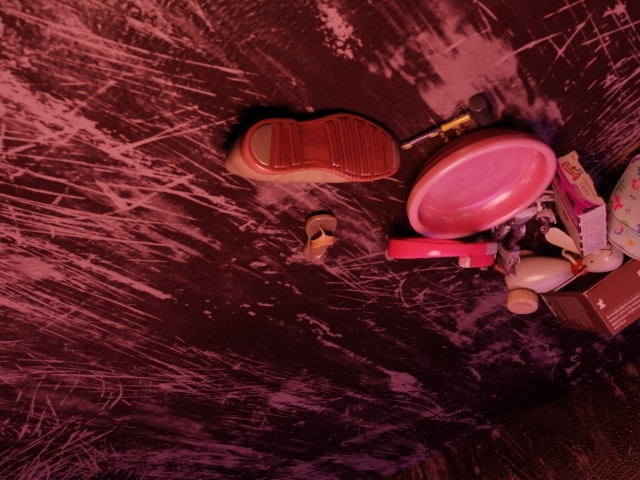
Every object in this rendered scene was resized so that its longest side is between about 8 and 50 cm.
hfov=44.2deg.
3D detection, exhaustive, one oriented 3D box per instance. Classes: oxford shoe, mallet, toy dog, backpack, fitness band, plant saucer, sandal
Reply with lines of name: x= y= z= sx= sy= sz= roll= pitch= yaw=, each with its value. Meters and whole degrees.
oxford shoe: x=-0.012 y=-0.161 z=1.441 sx=0.348 sy=0.122 sz=0.130 roll=2 pitch=170 yaw=-34
mallet: x=0.241 y=-0.225 z=1.530 sx=0.190 sy=0.039 sz=0.062 roll=-20 pitch=151 yaw=9
toy dog: x=0.583 y=0.059 z=2.027 sx=0.161 sy=0.220 sz=0.334 roll=26 pitch=125 yaw=-33
backpack: x=0.794 y=-0.072 z=1.859 sx=0.191 sy=0.225 sz=0.253 roll=5 pitch=120 yaw=-44
fitness band: x=0.279 y=0.023 z=1.796 sx=0.209 sy=0.054 sz=0.291 roll=6 pitch=-176 yaw=35
plant saucer: x=0.334 y=-0.129 z=1.689 sx=0.332 sy=0.084 sz=0.332 roll=-15 pitch=149 yaw=-9
sandal: x=0.000 y=0.000 z=1.735 sx=0.072 sy=0.049 sz=0.180 roll=-10 pitch=148 yaw=-16

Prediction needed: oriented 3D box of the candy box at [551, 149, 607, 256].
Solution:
candy box: x=0.605 y=-0.082 z=1.847 sx=0.071 sy=0.159 sz=0.233 roll=-23 pitch=150 yaw=8

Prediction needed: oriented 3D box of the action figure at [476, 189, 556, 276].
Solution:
action figure: x=0.469 y=-0.033 z=1.911 sx=0.186 sy=0.099 sz=0.285 roll=1 pitch=141 yaw=-11

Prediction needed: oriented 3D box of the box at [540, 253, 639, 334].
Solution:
box: x=0.756 y=0.140 z=2.130 sx=0.191 sy=0.143 sz=0.381 roll=-34 pitch=177 yaw=-2
